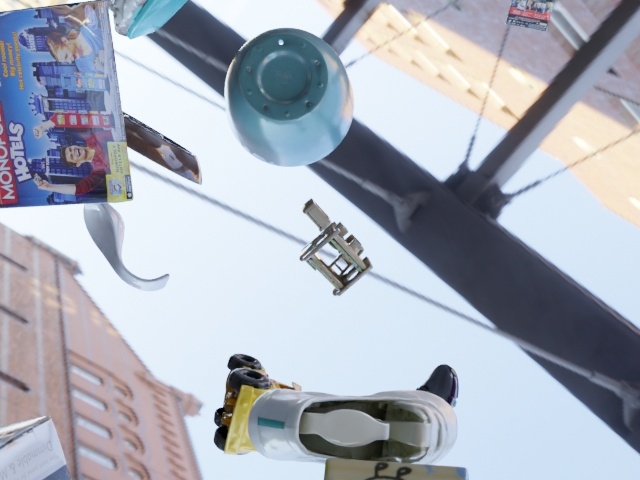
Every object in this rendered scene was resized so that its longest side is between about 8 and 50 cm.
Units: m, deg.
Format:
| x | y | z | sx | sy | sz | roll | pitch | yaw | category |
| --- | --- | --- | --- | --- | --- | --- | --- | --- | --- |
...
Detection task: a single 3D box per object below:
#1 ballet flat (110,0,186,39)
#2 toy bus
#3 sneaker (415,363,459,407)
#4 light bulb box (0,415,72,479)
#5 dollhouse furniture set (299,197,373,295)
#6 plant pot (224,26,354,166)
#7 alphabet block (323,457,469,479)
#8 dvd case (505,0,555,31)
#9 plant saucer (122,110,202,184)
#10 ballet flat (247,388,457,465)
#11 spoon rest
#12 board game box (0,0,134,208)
| x | y | z | sx | sy | sz | roll | pitch | yaw | category |
| --- | --- | --- | --- | --- | --- | --- | --- | --- | --- |
| -0.127 | -0.419 | 0.978 | 0.409 | 0.147 | 0.147 | -39 | -148 | 21 | ballet flat |
| -0.089 | 0.321 | 1.591 | 0.220 | 0.211 | 0.149 | -129 | -128 | -76 | toy bus |
| 0.180 | 0.320 | 1.536 | 0.083 | 0.098 | 0.223 | 0 | -121 | 55 | sneaker |
| -0.445 | 0.343 | 0.721 | 0.361 | 0.225 | 0.358 | -16 | -176 | 22 | light bulb box |
| 0.000 | 0.000 | 1.688 | 0.101 | 0.182 | 0.161 | -41 | -163 | 7 | dollhouse furniture set |
| -0.072 | -0.318 | 1.768 | 0.293 | 0.293 | 0.235 | -54 | 177 | -2 | plant pot |
| 0.098 | 0.428 | 1.120 | 0.197 | 0.193 | 0.192 | 2 | -140 | 4 | alphabet block |
| 0.435 | -0.493 | 1.689 | 0.013 | 0.087 | 0.119 | -84 | -176 | -60 | dvd case |
| -0.359 | -0.207 | 1.637 | 0.050 | 0.311 | 0.310 | -60 | -151 | 3 | plant saucer |
| 0.085 | 0.288 | 1.240 | 0.139 | 0.400 | 0.139 | -23 | -118 | 52 | ballet flat |
| -0.473 | 0.013 | 1.940 | 0.084 | 0.276 | 0.137 | -33 | 163 | -42 | spoon rest |
| -0.269 | -0.122 | 0.722 | 0.060 | 0.194 | 0.194 | -9 | -91 | 41 | board game box |
